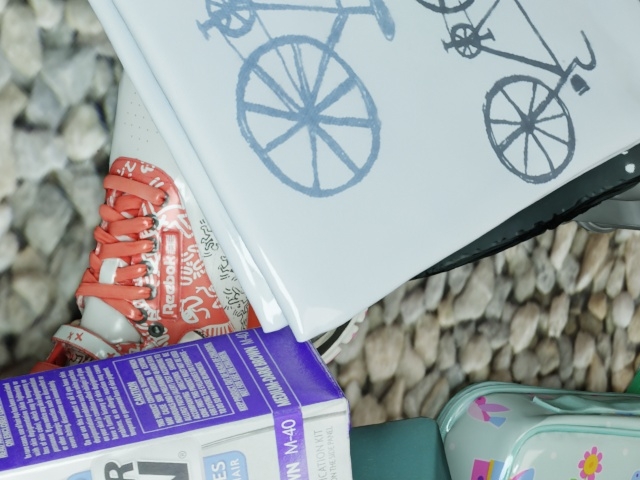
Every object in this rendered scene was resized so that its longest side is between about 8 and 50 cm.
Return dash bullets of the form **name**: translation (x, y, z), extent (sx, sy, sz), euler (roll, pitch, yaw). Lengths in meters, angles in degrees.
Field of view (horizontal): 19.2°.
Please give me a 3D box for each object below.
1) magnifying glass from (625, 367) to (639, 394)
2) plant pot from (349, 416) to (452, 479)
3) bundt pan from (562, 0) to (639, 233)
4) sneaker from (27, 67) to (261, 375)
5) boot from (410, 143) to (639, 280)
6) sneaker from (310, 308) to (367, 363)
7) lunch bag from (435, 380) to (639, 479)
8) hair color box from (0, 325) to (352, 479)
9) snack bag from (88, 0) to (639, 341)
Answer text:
- **magnifying glass**: translation (0.269, 0.132, 1.570), extent (0.231, 0.026, 0.092), euler (-37, 128, -36)
- **plant pot**: translation (0.006, 0.251, 1.131), extent (0.234, 0.165, 0.166), euler (-87, 164, -57)
- **bundt pan**: translation (0.279, -0.152, 1.404), extent (0.330, 0.124, 0.331), euler (-18, 116, -42)
- **sneaker**: translation (-0.103, 0.030, 1.078), extent (0.145, 0.090, 0.270), euler (-33, 129, -38)
- **boot**: translation (0.109, -0.103, 1.239), extent (0.094, 0.246, 0.207), euler (-17, 81, -41)
- **sneaker**: translation (0.000, 0.000, 1.201), extent (0.075, 0.063, 0.170), euler (40, 69, -47)
- **lunch bag**: translation (0.190, 0.217, 1.429), extent (0.279, 0.108, 0.224), euler (9, 97, -40)
- **hair color box**: translation (-0.151, 0.172, 0.955), extent (0.338, 0.110, 0.185), euler (-11, 115, -12)
- **snack bag**: translation (0.030, -0.151, 1.061), extent (0.342, 0.037, 0.323), euler (-29, 89, -33)
